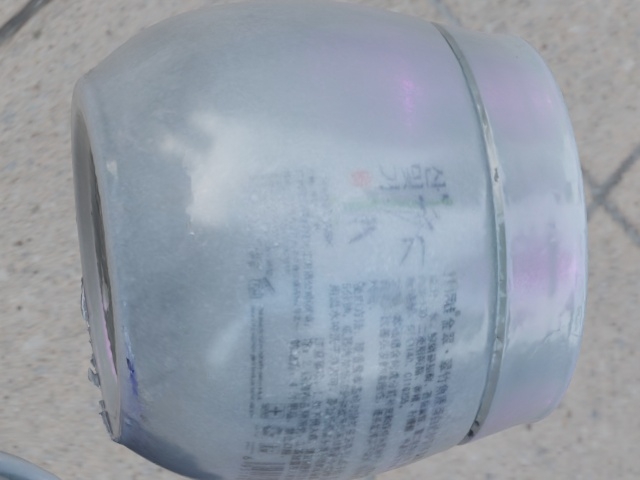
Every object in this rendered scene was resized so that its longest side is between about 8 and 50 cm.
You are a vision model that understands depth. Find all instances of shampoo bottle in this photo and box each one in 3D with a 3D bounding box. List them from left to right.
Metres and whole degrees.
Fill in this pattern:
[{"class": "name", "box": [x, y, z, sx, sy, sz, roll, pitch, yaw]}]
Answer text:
[{"class": "shampoo bottle", "box": [0.000, 0.000, 0.906, 0.266, 0.273, 0.273, -4, 86, -14]}]

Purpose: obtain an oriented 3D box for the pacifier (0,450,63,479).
[{"class": "pacifier", "box": [-0.217, 0.276, 1.077, 0.226, 0.287, 0.238, -44, 74, 9]}]
